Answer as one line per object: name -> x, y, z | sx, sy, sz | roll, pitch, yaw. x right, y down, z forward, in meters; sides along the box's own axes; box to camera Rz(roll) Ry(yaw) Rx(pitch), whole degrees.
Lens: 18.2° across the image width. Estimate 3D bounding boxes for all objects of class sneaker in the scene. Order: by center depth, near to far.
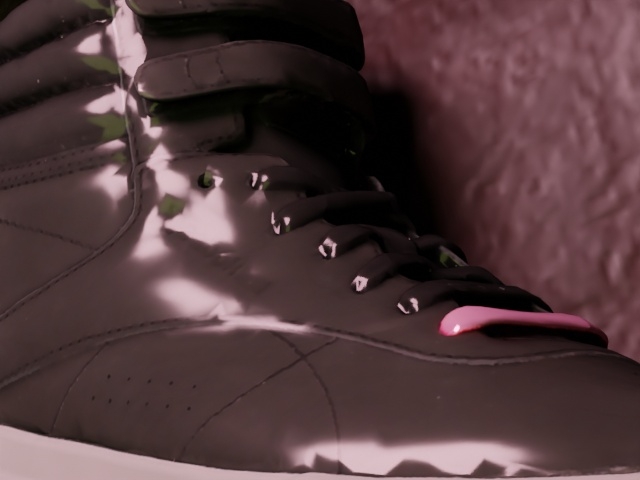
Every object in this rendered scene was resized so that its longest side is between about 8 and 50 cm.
sneaker -> -0.001, 0.000, 0.482 | 0.296, 0.104, 0.147 | 4, 83, 43
